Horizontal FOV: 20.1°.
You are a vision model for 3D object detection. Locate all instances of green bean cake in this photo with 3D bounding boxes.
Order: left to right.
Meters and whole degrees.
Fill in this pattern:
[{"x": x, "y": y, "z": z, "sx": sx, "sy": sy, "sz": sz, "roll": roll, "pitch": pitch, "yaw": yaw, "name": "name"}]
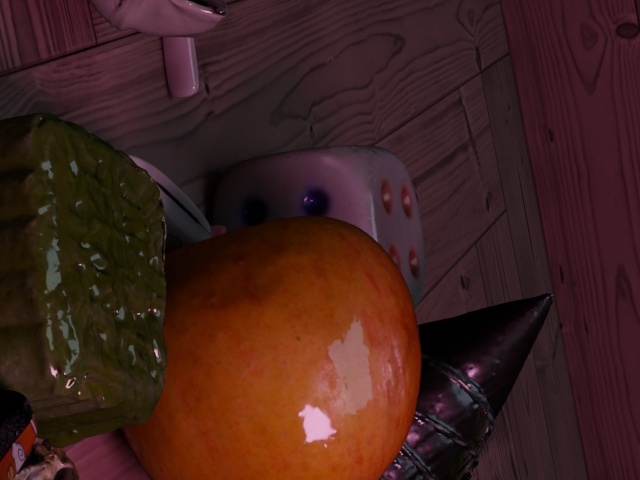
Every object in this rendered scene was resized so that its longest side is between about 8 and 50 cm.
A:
[{"x": -0.214, "y": 0.036, "z": 1.473, "sx": 0.222, "sy": 0.125, "sz": 0.248, "roll": 36, "pitch": 50, "yaw": -64, "name": "green bean cake"}]

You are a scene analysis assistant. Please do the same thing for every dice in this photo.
[{"x": 0.000, "y": 0.000, "z": 1.987, "sx": 0.193, "sy": 0.194, "sz": 0.191, "roll": 3, "pitch": 78, "yaw": -72, "name": "dice"}]

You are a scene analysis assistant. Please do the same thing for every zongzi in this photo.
[{"x": 0.085, "y": 0.200, "z": 1.872, "sx": 0.319, "sy": 0.362, "sz": 0.383, "roll": 43, "pitch": 40, "yaw": -18, "name": "zongzi"}]

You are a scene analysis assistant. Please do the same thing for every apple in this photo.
[{"x": -0.044, "y": 0.124, "z": 1.658, "sx": 0.275, "sy": 0.299, "sz": 0.299, "roll": 70, "pitch": 18, "yaw": 8, "name": "apple"}]

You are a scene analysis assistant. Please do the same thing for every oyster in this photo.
[{"x": -0.239, "y": 0.202, "z": 1.503, "sx": 0.083, "sy": 0.038, "sz": 0.080, "roll": 9, "pitch": 45, "yaw": -42, "name": "oyster"}]

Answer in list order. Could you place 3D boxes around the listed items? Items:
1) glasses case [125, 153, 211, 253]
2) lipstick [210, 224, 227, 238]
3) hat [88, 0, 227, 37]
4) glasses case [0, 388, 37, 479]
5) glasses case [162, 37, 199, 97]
[{"x": -0.167, "y": -0.031, "z": 1.704, "sx": 0.197, "sy": 0.076, "sz": 0.049, "roll": 49, "pitch": 40, "yaw": -58, "name": "glasses case"}, {"x": -0.111, "y": 0.087, "z": 1.853, "sx": 0.053, "sy": 0.053, "sz": 0.234, "roll": 52, "pitch": 34, "yaw": -55, "name": "lipstick"}, {"x": -0.218, "y": -0.305, "z": 1.617, "sx": 0.301, "sy": 0.168, "sz": 0.257, "roll": 13, "pitch": 60, "yaw": -42, "name": "hat"}, {"x": -0.283, "y": 0.181, "z": 1.256, "sx": 0.266, "sy": 0.103, "sz": 0.067, "roll": -58, "pitch": 133, "yaw": -60, "name": "glasses case"}, {"x": -0.147, "y": -0.190, "z": 1.888, "sx": 0.021, "sy": 0.032, "sz": 0.083, "roll": 1, "pitch": 80, "yaw": -73, "name": "glasses case"}]
